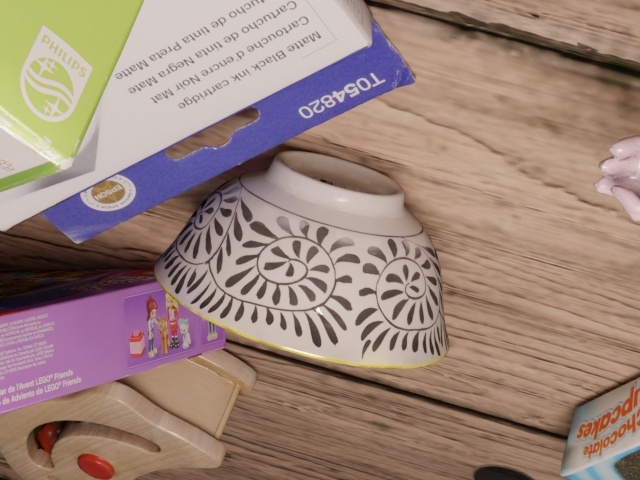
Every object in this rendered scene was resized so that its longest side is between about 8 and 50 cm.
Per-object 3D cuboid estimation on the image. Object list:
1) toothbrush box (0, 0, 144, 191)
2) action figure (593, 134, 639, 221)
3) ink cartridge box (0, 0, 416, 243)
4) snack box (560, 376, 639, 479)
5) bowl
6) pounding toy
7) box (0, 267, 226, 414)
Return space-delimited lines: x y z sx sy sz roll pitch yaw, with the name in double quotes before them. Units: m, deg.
"toothbrush box" -0.140 -0.146 0.585 0.206 0.283 0.122 -15 137 42
"action figure" 0.288 -0.008 0.647 0.276 0.248 0.370 0 132 -19
"ink cartridge box" -0.096 -0.089 0.809 0.223 0.045 0.224 -26 134 18
"snack box" 0.336 0.168 1.057 0.322 0.060 0.187 28 148 -15
"bowl" 0.000 0.000 0.917 0.170 0.170 0.080 16 106 3
"pounding toy" -0.176 0.160 1.221 0.269 0.155 0.154 -12 134 40
"box" -0.217 0.059 1.008 0.201 0.057 0.293 -1 -175 29
